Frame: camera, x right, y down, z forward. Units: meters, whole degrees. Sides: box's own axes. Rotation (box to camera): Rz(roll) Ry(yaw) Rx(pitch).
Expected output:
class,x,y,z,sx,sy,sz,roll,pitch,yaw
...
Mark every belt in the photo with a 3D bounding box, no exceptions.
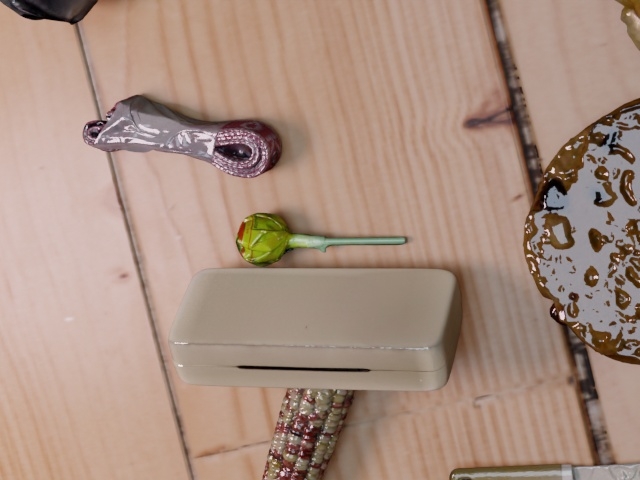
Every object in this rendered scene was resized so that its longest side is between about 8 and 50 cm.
class,x,y,z,sx,sy,sz,roll,pitch,yaw
belt,-0.158,-0.120,1.783,0.232,0.053,0.071,10,106,16

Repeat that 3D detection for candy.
class,x,y,z,sx,sy,sz,roll,pitch,yaw
candy,0.000,0.000,1.754,0.194,0.058,0.062,1,86,8

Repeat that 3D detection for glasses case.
class,x,y,z,sx,sy,sz,roll,pitch,yaw
glasses case,-0.005,0.096,1.714,0.312,0.131,0.070,-1,131,17

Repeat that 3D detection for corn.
class,x,y,z,sx,sy,sz,roll,pitch,yaw
corn,-0.020,0.242,1.771,0.079,0.079,0.237,19,103,14

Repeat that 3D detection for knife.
class,x,y,z,sx,sy,sz,roll,pitch,yaw
knife,0.290,0.266,1.709,0.297,0.017,0.047,-5,96,13

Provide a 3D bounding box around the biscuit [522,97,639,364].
class,x,y,z,sx,sy,sz,roll,pitch,yaw
biscuit,0.360,-0.011,1.626,0.296,0.075,0.296,0,91,19

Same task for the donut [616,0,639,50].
class,x,y,z,sx,sy,sz,roll,pitch,yaw
donut,0.489,-0.317,1.491,0.448,0.198,0.449,2,97,17

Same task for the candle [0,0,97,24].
class,x,y,z,sx,sy,sz,roll,pitch,yaw
candle,-0.258,-0.408,1.714,0.187,0.187,0.330,41,105,9
